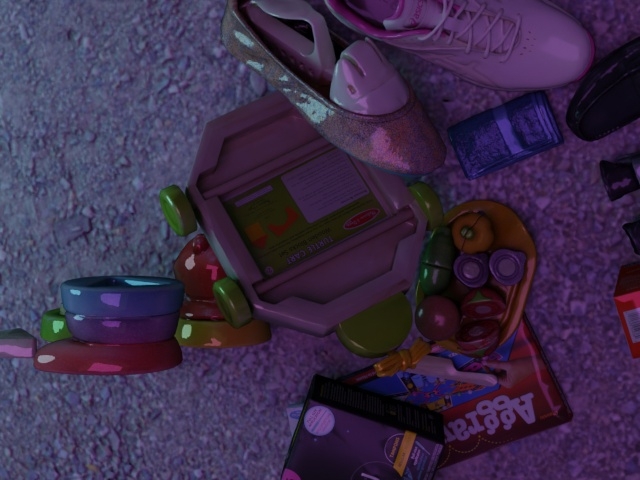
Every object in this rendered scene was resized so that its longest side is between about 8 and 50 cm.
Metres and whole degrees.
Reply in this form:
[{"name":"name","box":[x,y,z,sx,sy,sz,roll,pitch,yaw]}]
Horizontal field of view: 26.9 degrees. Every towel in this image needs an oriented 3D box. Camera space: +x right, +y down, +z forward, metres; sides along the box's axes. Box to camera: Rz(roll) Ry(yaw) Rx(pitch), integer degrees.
[{"name":"towel","box":[0.203,-0.116,1.480,0.119,0.029,0.067,-22,95,19]}]

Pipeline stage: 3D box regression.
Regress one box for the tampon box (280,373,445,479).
[{"name":"tampon box","box":[0.047,0.242,1.520,0.161,0.101,0.120,18,101,0]}]

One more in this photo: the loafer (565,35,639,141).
[{"name":"loafer","box":[0.353,-0.176,1.389,0.223,0.078,0.076,-39,131,19]}]

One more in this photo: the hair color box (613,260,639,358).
[{"name":"hair color box","box":[0.345,0.070,1.424,0.043,0.141,0.072,-17,98,18]}]

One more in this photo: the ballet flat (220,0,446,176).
[{"name":"ballet flat","box":[0.008,-0.183,1.431,0.316,0.107,0.106,35,144,23]}]

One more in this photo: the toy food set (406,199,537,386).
[{"name":"toy food set","box":[0.161,0.062,1.493,0.128,0.071,0.217,16,97,19]}]

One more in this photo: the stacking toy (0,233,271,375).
[{"name":"stacking toy","box":[-0.230,0.059,1.520,0.280,0.309,0.130,2,96,26]}]

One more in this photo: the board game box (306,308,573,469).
[{"name":"board game box","box":[0.137,0.193,1.573,0.281,0.027,0.145,-24,96,19]}]

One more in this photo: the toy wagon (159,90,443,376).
[{"name":"toy wagon","box":[0.000,0.000,1.450,0.267,0.068,0.344,-27,77,-17]}]

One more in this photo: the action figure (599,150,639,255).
[{"name":"action figure","box":[0.439,-0.090,1.386,0.285,0.099,0.185,-22,92,17]}]

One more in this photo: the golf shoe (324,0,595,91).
[{"name":"golf shoe","box":[0.138,-0.226,1.415,0.306,0.140,0.115,17,104,10]}]

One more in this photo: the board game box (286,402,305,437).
[{"name":"board game box","box":[0.012,0.235,1.593,0.090,0.020,0.090,-7,102,18]}]
